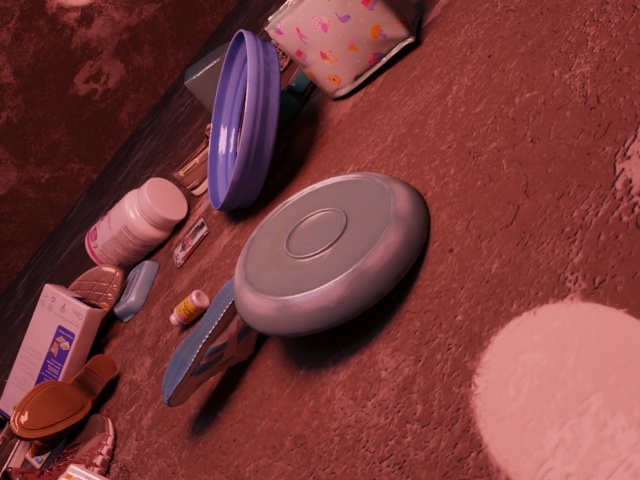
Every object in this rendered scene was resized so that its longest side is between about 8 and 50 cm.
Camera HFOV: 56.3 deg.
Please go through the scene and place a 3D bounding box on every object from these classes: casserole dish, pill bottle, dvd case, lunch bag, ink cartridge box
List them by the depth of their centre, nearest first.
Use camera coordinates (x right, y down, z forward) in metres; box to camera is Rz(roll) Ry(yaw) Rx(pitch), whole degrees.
[{"bbox_3d":[-0.261,0.138,1.188,0.083,0.043,0.043,-40,30,22],"label":"pill bottle"},{"bbox_3d":[0.038,-0.439,1.232,0.262,0.223,0.160,-30,29,39],"label":"lunch bag"},{"bbox_3d":[-0.654,0.288,1.449,0.165,0.065,0.332,22,89,25],"label":"ink cartridge box"},{"bbox_3d":[-0.318,0.005,1.467,0.119,0.013,0.087,-50,27,5],"label":"dvd case"},{"bbox_3d":[-0.477,0.124,1.541,0.114,0.037,0.188,-30,36,37],"label":"casserole dish"},{"bbox_3d":[-0.505,-0.042,1.647,0.283,0.160,0.160,-35,32,29],"label":"pill bottle"}]

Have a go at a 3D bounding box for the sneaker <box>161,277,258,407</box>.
[{"bbox_3d":[-0.161,0.171,0.942,0.228,0.092,0.087,-53,28,-6],"label":"sneaker"}]

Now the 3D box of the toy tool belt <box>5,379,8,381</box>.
[{"bbox_3d":[-0.939,0.448,1.834,0.083,0.051,0.052,-1,56,56],"label":"toy tool belt"}]

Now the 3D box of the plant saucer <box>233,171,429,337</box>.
[{"bbox_3d":[0.000,0.000,0.866,0.318,0.043,0.317,-22,35,16],"label":"plant saucer"}]

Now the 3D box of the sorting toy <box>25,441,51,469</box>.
[{"bbox_3d":[-0.651,0.477,1.366,0.083,0.012,0.062,24,77,30],"label":"sorting toy"}]

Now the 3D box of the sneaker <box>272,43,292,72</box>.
[{"bbox_3d":[-0.101,-0.570,1.786,0.234,0.084,0.097,-47,4,8],"label":"sneaker"}]

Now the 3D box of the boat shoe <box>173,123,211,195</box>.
[{"bbox_3d":[-0.289,-0.269,1.665,0.305,0.091,0.109,-54,28,-5],"label":"boat shoe"}]

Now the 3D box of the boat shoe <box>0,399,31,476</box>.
[{"bbox_3d":[-0.778,0.450,1.496,0.121,0.119,0.335,-22,42,21],"label":"boat shoe"}]

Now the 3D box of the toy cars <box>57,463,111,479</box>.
[{"bbox_3d":[-0.412,0.472,0.864,0.394,0.176,0.087,-38,-2,25],"label":"toy cars"}]

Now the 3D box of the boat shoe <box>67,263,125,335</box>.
[{"bbox_3d":[-0.617,0.192,1.566,0.324,0.123,0.116,-52,0,7],"label":"boat shoe"}]

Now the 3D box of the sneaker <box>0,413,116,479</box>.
[{"bbox_3d":[-0.470,0.403,1.059,0.106,0.162,0.281,-40,30,21],"label":"sneaker"}]

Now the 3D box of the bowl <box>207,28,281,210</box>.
[{"bbox_3d":[-0.174,-0.255,1.316,0.391,0.077,0.391,-173,90,-69],"label":"bowl"}]

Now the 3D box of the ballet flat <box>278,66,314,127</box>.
[{"bbox_3d":[-0.067,-0.354,1.479,0.206,0.073,0.067,-52,0,-7],"label":"ballet flat"}]

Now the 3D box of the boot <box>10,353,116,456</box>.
[{"bbox_3d":[-0.556,0.367,1.225,0.220,0.109,0.283,-49,5,20],"label":"boot"}]

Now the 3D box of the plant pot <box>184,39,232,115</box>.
[{"bbox_3d":[-0.295,-0.539,1.930,0.234,0.165,0.165,-36,30,12],"label":"plant pot"}]
